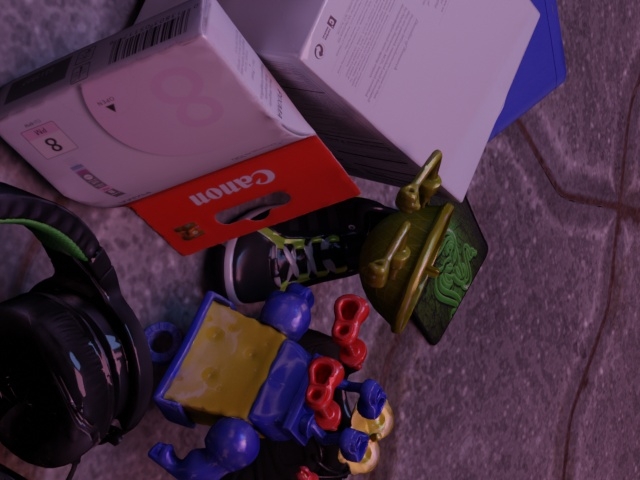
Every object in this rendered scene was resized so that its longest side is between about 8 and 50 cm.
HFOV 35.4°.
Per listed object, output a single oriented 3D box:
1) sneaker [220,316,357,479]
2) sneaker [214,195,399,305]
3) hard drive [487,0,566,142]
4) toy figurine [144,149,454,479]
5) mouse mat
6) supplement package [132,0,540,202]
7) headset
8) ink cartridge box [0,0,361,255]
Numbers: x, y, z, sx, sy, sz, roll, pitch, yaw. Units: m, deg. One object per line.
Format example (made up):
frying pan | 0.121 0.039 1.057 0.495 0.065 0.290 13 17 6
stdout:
sneaker | -0.028 0.218 0.940 0.109 0.130 0.286 -4 99 -51
sneaker | 0.000 0.000 0.966 0.235 0.097 0.084 -26 114 -45
hard drive | 0.196 -0.234 1.209 0.319 0.040 0.210 -37 122 -41
toy figurine | -0.050 0.079 0.825 0.362 0.217 0.191 -66 157 -21
mouse mat | 0.143 0.021 1.176 0.152 0.007 0.189 -58 144 -20
supplement package | 0.023 -0.187 0.867 0.263 0.198 0.199 33 77 -49
headset | -0.198 0.144 0.685 0.243 0.185 0.394 -50 146 -32
ink cartridge box | -0.101 -0.061 0.770 0.232 0.189 0.066 52 30 -38
